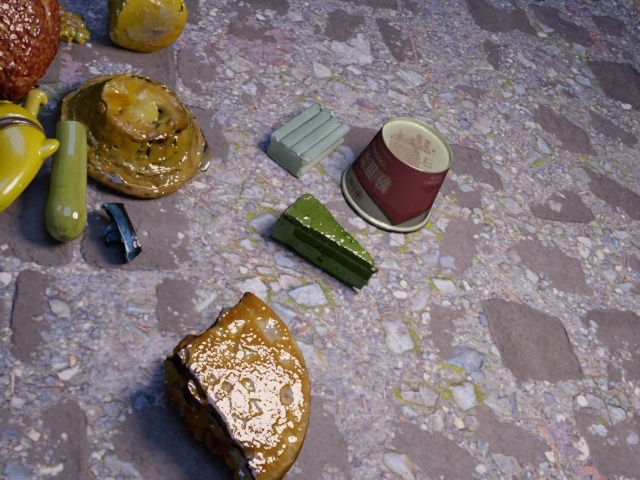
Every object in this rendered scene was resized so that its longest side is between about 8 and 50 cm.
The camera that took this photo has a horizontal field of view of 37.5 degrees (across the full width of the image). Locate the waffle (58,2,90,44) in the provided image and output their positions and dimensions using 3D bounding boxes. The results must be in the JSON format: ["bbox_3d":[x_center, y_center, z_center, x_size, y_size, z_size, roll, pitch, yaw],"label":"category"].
[{"bbox_3d":[-0.650,-0.511,2.050,0.300,0.058,0.281,20,17,-30],"label":"waffle"}]

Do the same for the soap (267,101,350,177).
[{"bbox_3d":[-0.030,-0.237,2.201,0.114,0.063,0.198,39,45,11],"label":"soap"}]

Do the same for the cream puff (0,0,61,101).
[{"bbox_3d":[-0.610,-0.433,1.757,0.228,0.350,0.350,-26,62,-3],"label":"cream puff"}]

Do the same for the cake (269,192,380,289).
[{"bbox_3d":[0.004,0.017,1.969,0.099,0.100,0.235,-30,69,-40],"label":"cake"}]

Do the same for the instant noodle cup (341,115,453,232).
[{"bbox_3d":[0.185,-0.161,2.167,0.234,0.178,0.235,15,44,-15],"label":"instant noodle cup"}]

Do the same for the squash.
[{"bbox_3d":[-0.486,-0.110,1.815,0.083,0.083,0.250,8,60,-22],"label":"squash"}]

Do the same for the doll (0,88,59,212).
[{"bbox_3d":[-0.600,-0.157,1.771,0.199,0.145,0.363,0,51,4],"label":"doll"}]

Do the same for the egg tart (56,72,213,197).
[{"bbox_3d":[-0.386,-0.246,1.980,0.341,0.129,0.341,16,44,-16],"label":"egg tart"}]

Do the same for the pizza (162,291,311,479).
[{"bbox_3d":[-0.144,0.262,1.665,0.277,0.114,0.409,7,48,-24],"label":"pizza"}]

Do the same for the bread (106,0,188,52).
[{"bbox_3d":[-0.407,-0.533,2.174,0.197,0.197,0.170,-6,51,-32],"label":"bread"}]

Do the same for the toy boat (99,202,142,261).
[{"bbox_3d":[-0.393,-0.020,1.825,0.060,0.060,0.137,-21,66,-11],"label":"toy boat"}]
